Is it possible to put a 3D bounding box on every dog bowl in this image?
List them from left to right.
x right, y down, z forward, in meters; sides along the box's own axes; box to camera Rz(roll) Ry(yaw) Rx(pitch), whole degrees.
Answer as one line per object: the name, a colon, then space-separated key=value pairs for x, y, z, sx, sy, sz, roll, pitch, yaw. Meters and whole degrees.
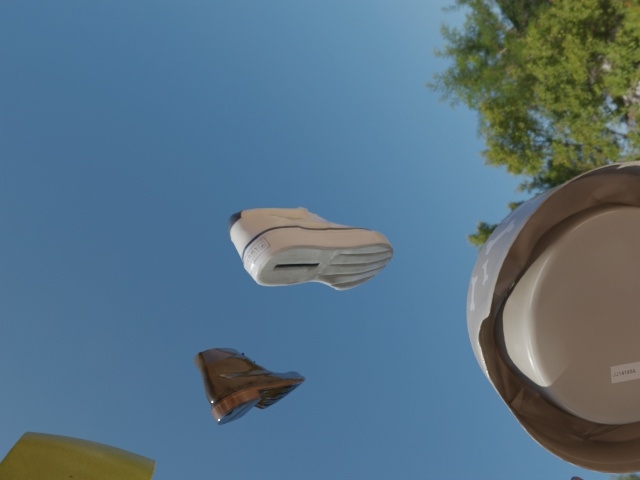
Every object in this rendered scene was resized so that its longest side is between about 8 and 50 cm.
dog bowl: x=0.338 y=0.085 z=0.571 sx=0.348 sy=0.349 sz=0.102 roll=49 pitch=176 yaw=-8

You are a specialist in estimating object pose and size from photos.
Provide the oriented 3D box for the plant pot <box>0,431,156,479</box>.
plant pot: x=-0.582 y=0.569 z=1.085 sx=0.294 sy=0.275 sz=0.274 roll=34 pitch=-137 yaw=-12

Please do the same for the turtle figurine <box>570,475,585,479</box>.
turtle figurine: x=0.376 y=0.503 z=0.809 sx=0.234 sy=0.175 sz=0.118 roll=-22 pitch=-113 yaw=-33

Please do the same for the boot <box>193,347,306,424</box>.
boot: x=-0.107 y=0.214 z=0.775 sx=0.106 sy=0.082 sz=0.219 roll=54 pitch=-161 yaw=22

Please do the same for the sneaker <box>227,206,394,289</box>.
sneaker: x=0.000 y=0.000 z=0.591 sx=0.258 sy=0.094 sz=0.091 roll=10 pitch=-144 yaw=-52
